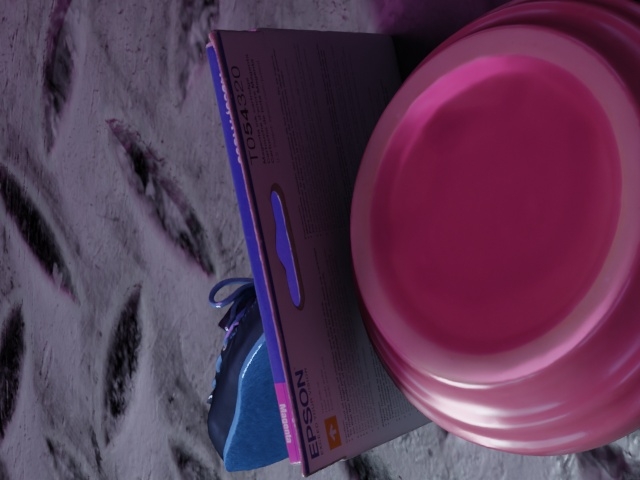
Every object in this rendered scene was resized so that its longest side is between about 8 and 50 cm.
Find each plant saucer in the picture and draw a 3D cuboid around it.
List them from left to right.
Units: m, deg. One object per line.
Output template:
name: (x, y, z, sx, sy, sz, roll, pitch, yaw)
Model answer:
plant saucer: (0.141, -0.018, 1.344, 0.332, 0.084, 0.332, -10, 75, 39)

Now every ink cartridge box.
ink cartridge box: (0.000, 0.000, 1.493, 0.071, 0.330, 0.324, -12, 89, 26)

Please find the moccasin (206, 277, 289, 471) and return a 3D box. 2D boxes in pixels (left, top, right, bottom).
moccasin: (-0.052, 0.092, 1.769, 0.342, 0.137, 0.117, -59, 44, 48)
